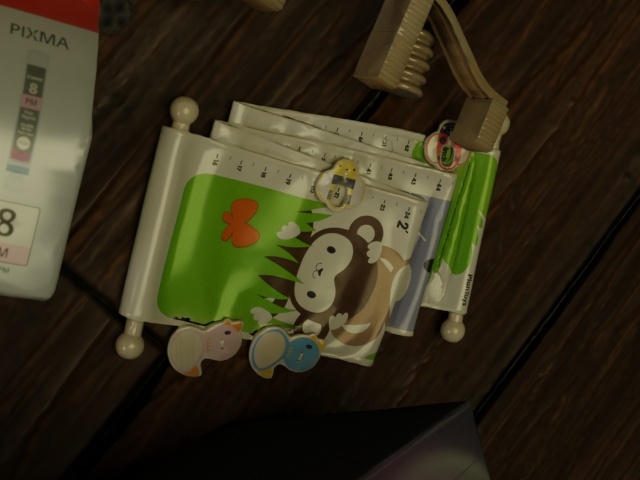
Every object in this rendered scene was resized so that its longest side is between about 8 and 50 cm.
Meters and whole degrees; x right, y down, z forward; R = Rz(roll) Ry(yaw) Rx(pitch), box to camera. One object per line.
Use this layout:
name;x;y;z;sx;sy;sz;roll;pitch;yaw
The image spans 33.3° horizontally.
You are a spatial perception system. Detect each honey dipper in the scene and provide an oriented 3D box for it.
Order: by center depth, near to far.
honey dipper;0.068;-0.164;0.633;0.030;0.030;0.160;17;89;-26

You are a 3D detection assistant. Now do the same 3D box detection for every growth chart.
growth chart;0.000;0.000;0.636;0.237;0.021;0.172;2;100;-24

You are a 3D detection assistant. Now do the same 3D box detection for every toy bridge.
toy bridge;0.042;-0.114;0.588;0.188;0.026;0.063;27;82;-36

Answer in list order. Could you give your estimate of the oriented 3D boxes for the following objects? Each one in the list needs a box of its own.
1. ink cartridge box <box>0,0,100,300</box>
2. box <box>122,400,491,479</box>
ink cartridge box;-0.198;-0.100;0.508;0.189;0.066;0.232;12;99;-26
box;-0.029;0.260;0.483;0.296;0.183;0.294;-20;95;-55
